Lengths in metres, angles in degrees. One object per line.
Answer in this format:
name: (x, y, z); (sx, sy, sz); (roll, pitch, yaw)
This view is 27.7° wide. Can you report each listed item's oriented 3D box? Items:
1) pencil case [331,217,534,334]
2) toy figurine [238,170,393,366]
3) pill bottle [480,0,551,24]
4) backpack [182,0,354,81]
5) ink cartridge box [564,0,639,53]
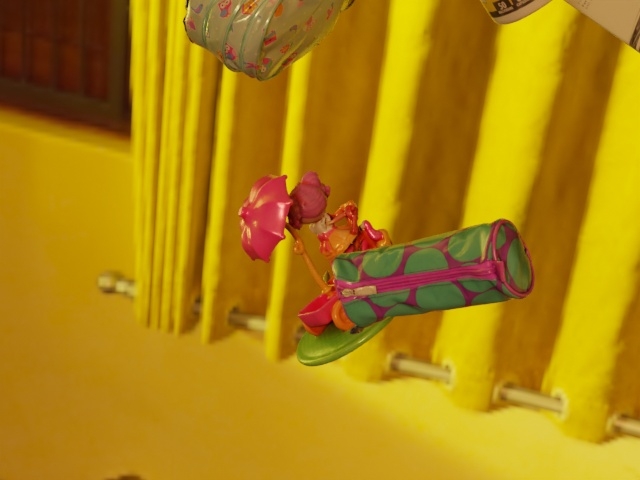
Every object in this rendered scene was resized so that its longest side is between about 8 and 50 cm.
pencil case: (0.084, 0.027, 0.995); (0.152, 0.064, 0.070); (-13, -177, 31)
toy figurine: (0.000, 0.000, 1.194); (0.173, 0.159, 0.130); (-47, -162, -32)
pill bottle: (0.119, -0.214, 0.904); (0.065, 0.116, 0.065); (-33, -162, 12)
backpack: (-0.042, -0.238, 1.231); (0.115, 0.152, 0.182); (34, -122, 26)
ink cartridge box: (0.333, -0.197, 1.152); (0.140, 0.082, 0.190); (-3, -142, -43)
